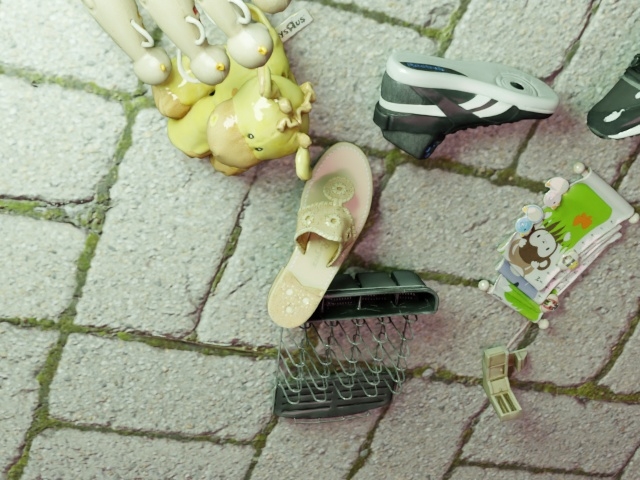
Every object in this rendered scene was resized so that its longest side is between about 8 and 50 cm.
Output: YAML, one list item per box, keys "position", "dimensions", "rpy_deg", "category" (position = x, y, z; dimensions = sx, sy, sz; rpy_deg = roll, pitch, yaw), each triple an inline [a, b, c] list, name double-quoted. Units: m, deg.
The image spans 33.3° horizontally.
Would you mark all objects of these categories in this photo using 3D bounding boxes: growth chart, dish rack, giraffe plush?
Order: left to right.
- position: [-0.069, -0.138, 1.145]
  dimensions: [0.181, 0.170, 0.210]
  rpy_deg: [29, 112, -32]
  category: "giraffe plush"
- position: [0.035, 0.158, 1.459]
  dimensions: [0.208, 0.074, 0.272]
  rpy_deg: [-2, 126, -15]
  category: "dish rack"
- position: [0.325, 0.009, 1.473]
  dimensions: [0.172, 0.021, 0.237]
  rpy_deg: [25, 114, -30]
  category: "growth chart"

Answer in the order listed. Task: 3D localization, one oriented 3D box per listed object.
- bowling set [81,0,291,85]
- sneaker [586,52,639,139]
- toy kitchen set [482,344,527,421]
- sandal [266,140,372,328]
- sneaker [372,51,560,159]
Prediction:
- position: [-0.092, -0.257, 1.045]
  dimensions: [0.200, 0.287, 0.154]
  rpy_deg: [-44, 122, -19]
  category: "bowling set"
- position: [0.427, -0.240, 1.288]
  dimensions: [0.283, 0.107, 0.124]
  rpy_deg: [-35, 113, 5]
  category: "sneaker"
- position: [0.283, 0.205, 1.568]
  dimensions: [0.068, 0.075, 0.083]
  rpy_deg: [-14, 132, -8]
  category: "toy kitchen set"
- position: [0.006, 0.002, 1.281]
  dimensions: [0.088, 0.079, 0.240]
  rpy_deg: [22, 98, -14]
  category: "sandal"
- position: [0.166, -0.149, 1.277]
  dimensions: [0.216, 0.079, 0.121]
  rpy_deg: [9, 126, -13]
  category: "sneaker"
